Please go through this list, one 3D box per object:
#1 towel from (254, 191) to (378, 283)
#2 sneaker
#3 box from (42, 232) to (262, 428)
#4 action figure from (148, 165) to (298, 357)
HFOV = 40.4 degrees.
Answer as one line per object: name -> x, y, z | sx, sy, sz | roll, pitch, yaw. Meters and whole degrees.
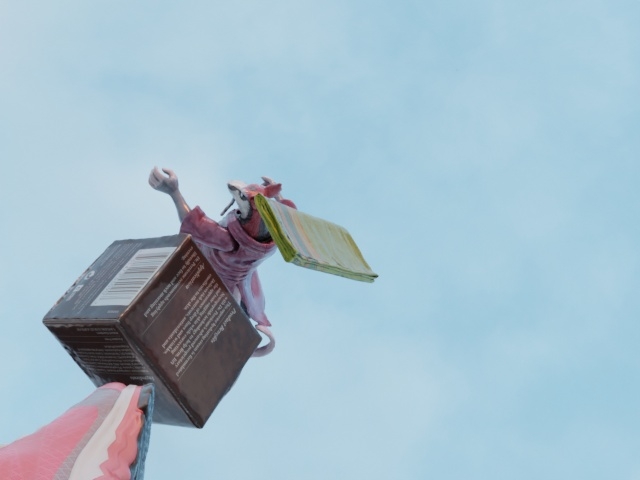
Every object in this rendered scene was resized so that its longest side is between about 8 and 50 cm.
towel -> 0.000, 0.000, 1.155 | 0.021, 0.237, 0.102 | -36, -115, 19
sneaker -> -0.191, 0.165, 0.586 | 0.136, 0.314, 0.115 | 8, -82, -6
box -> -0.223, 0.122, 1.175 | 0.167, 0.168, 0.203 | -5, -53, 39
action figure -> -0.155, 0.025, 1.429 | 0.248, 0.370, 0.275 | -5, -111, -27
